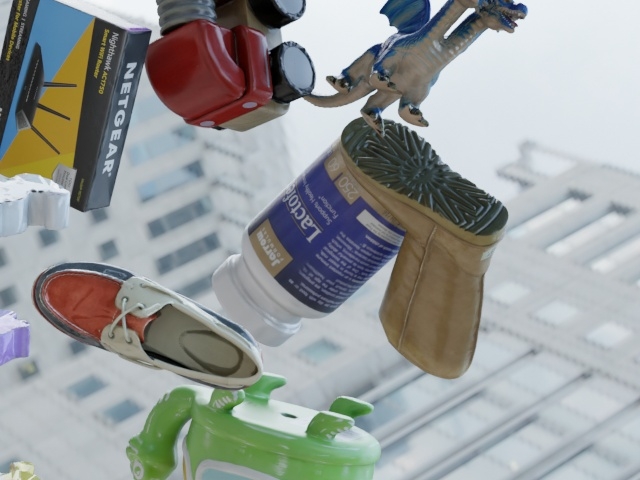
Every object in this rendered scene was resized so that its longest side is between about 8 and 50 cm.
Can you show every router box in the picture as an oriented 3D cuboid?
[{"bbox_3d":[-0.240,-0.133,1.521,0.133,0.046,0.179,23,-71,23],"label":"router box"}]

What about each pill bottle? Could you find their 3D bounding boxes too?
[{"bbox_3d":[0.000,0.000,1.980,0.264,0.153,0.153,-44,-109,19],"label":"pill bottle"}]

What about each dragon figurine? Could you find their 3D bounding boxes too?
[{"bbox_3d":[0.084,-0.181,1.559,0.085,0.144,0.289,44,-19,-17],"label":"dragon figurine"}]

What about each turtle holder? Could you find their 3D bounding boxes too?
[{"bbox_3d":[-0.091,0.301,2.143,0.243,0.320,0.227,-142,-115,-79],"label":"turtle holder"}]

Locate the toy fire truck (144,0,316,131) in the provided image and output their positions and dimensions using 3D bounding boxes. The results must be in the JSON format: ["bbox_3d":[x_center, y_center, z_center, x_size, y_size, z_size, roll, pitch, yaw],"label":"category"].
[{"bbox_3d":[-0.119,-0.235,1.539,0.158,0.246,0.217,-19,-109,38],"label":"toy fire truck"}]

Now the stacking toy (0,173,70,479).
[{"bbox_3d":[-0.196,0.033,0.813,0.221,0.052,0.167,24,-64,47],"label":"stacking toy"}]

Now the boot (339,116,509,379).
[{"bbox_3d":[0.099,0.015,1.901,0.236,0.089,0.269,41,-33,23],"label":"boot"}]

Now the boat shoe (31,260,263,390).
[{"bbox_3d":[-0.095,0.048,0.909,0.137,0.049,0.043,24,0,-10],"label":"boat shoe"}]
